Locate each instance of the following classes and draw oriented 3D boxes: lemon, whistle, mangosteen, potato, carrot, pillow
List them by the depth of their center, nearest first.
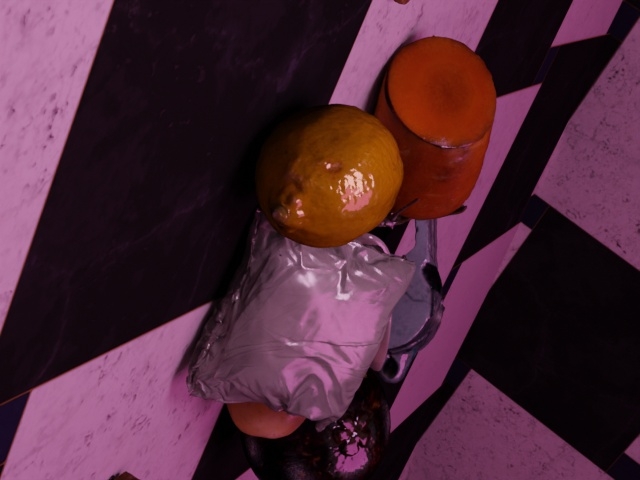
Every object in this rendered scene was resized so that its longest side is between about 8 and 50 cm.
[{"bbox_3d":[0.011,-0.085,1.641,0.257,0.188,0.188,-35,151,-52],"label":"lemon"},{"bbox_3d":[-0.037,0.121,1.821,0.283,0.138,0.310,23,97,-30],"label":"pillow"},{"bbox_3d":[-0.066,0.204,1.981,0.234,0.146,0.150,-57,-152,-12],"label":"potato"},{"bbox_3d":[0.168,-0.136,2.002,0.331,0.193,0.214,107,-21,-49],"label":"carrot"},{"bbox_3d":[-0.016,0.321,2.171,0.288,0.288,0.288,-53,162,-24],"label":"mangosteen"},{"bbox_3d":[0.172,0.065,2.391,0.404,0.188,0.168,-60,164,-3],"label":"whistle"}]

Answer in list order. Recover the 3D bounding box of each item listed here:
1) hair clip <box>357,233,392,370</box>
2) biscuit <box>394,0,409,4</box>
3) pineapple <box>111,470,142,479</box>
[{"bbox_3d":[0.054,0.105,2.173,0.113,0.173,0.282,-73,177,-73],"label":"hair clip"},{"bbox_3d":[0.126,-0.393,1.742,0.184,0.027,0.133,-39,155,-48],"label":"biscuit"},{"bbox_3d":[-0.278,0.390,1.792,0.069,0.137,0.116,-46,117,-51],"label":"pineapple"}]
